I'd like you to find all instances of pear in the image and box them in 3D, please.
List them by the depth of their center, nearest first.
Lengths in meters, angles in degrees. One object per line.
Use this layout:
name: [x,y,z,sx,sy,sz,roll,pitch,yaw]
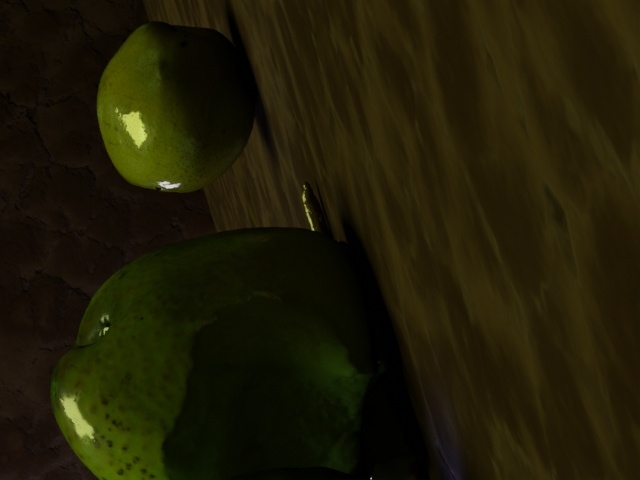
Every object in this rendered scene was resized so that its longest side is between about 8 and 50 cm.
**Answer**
pear: [-0.091,0.120,1.530,0.159,0.292,0.292,-158,50,-70]
pear: [-0.160,-0.150,2.075,0.198,0.198,0.198,163,90,-84]

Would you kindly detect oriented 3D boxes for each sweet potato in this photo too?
sweet potato: [0.000,0.000,1.730,0.026,0.026,0.115,179,78,-84]

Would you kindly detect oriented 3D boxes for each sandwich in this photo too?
sandwich: [0.044,0.155,1.629,0.212,0.063,0.245,-143,35,-74]

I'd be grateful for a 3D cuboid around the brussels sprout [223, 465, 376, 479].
brussels sprout: [0.006,0.327,1.357,0.371,0.315,0.276,23,110,34]
